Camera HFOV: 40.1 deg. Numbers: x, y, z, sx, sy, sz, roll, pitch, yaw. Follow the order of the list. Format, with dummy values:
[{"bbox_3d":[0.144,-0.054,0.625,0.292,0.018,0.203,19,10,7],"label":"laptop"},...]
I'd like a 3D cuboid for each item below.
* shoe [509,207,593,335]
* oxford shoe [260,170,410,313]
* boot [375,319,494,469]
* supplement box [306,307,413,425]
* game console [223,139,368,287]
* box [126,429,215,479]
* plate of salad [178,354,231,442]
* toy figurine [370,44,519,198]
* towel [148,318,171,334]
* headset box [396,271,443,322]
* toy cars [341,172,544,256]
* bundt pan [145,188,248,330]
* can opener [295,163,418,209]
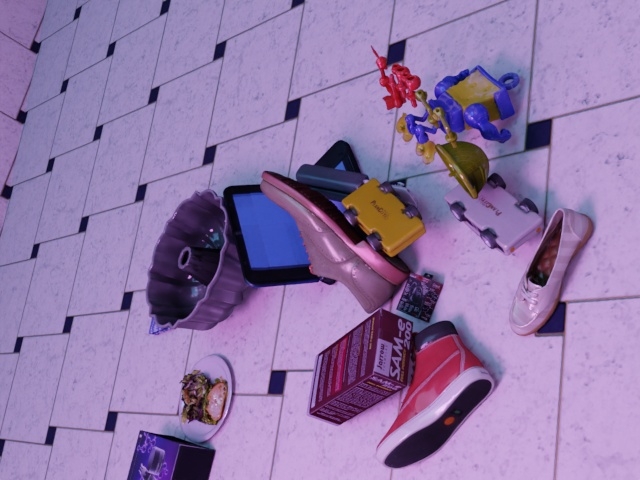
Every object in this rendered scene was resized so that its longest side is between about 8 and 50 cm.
[{"bbox_3d":[0.352,0.048,1.389,0.076,0.058,0.219,33,99,51],"label":"shoe"},{"bbox_3d":[0.000,0.000,1.664,0.348,0.123,0.130,41,106,17],"label":"oxford shoe"},{"bbox_3d":[0.165,0.257,1.494,0.244,0.088,0.176,-48,40,14],"label":"boot"},{"bbox_3d":[0.068,0.231,1.563,0.239,0.073,0.130,-43,30,50],"label":"supplement box"},{"bbox_3d":[-0.042,-0.062,1.814,0.250,0.173,0.293,-44,45,27],"label":"game console"},{"bbox_3d":[-0.351,0.570,1.937,0.184,0.103,0.261,-2,72,52],"label":"box"},{"bbox_3d":[-0.270,0.356,1.984,0.200,0.048,0.199,-24,56,42],"label":"plate of salad"},{"bbox_3d":[0.261,-0.249,1.535,0.217,0.191,0.362,-25,36,-4],"label":"toy figurine"},{"bbox_3d":[-0.321,0.084,2.179,0.336,0.040,0.243,-25,54,41],"label":"towel"},{"bbox_3d":[0.181,0.099,1.588,0.062,0.032,0.083,19,87,51],"label":"headset box"},{"bbox_3d":[0.210,-0.031,1.535,0.394,0.087,0.176,-1,50,32],"label":"toy cars"},{"bbox_3d":[-0.259,0.057,1.983,0.331,0.124,0.330,-28,51,41],"label":"bundt pan"},{"bbox_3d":[0.067,-0.090,1.716,0.280,0.074,0.093,18,58,35],"label":"can opener"}]
